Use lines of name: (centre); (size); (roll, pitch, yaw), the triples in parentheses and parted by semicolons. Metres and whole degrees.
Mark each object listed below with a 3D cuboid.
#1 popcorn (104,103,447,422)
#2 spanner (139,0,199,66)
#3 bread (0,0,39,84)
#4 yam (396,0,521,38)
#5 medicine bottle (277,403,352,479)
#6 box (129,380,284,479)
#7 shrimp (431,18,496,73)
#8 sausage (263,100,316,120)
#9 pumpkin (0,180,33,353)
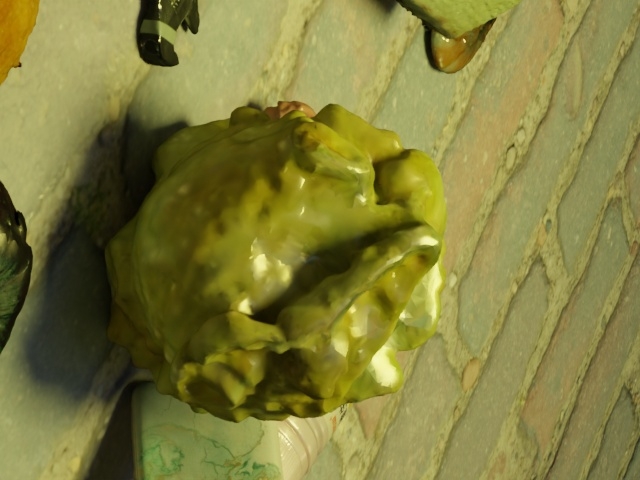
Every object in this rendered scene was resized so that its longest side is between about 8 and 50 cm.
popcorn: (-0.029, 0.026, 1.601); (0.312, 0.312, 0.312); (-32, 128, -54)
spanner: (-0.145, -0.307, 1.571); (0.087, 0.024, 0.316); (-43, 135, -50)
bread: (-0.290, -0.176, 1.114); (0.145, 0.268, 0.268); (34, 70, -65)
yam: (0.136, -0.351, 1.890); (0.271, 0.202, 0.201); (45, 25, -52)
medicine bottle: (-0.035, 0.156, 1.836); (0.250, 0.133, 0.133); (-52, 143, -38)
box: (-0.100, 0.255, 1.633); (0.044, 0.142, 0.285); (114, -25, -47)
shrimp: (0.203, -0.312, 2.175); (0.254, 0.059, 0.145); (-63, 152, -25)
sausage: (-0.001, -0.001, 1.780); (0.086, 0.086, 0.289); (-9, 79, -60)
pumpkin: (-0.312, 0.026, 1.236); (0.233, 0.163, 0.233); (-43, 144, -42)
